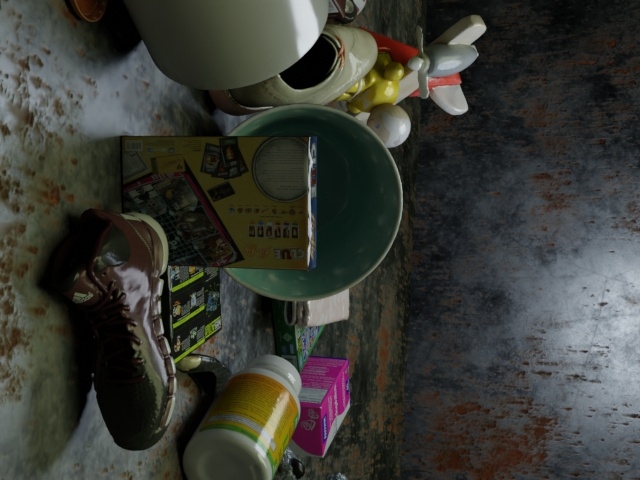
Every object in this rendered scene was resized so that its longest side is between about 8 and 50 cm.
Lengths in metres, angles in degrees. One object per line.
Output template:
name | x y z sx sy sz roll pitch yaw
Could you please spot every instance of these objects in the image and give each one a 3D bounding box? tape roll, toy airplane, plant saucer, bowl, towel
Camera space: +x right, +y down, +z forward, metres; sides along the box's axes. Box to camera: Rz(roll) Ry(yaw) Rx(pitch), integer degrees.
tape roll | -0.124 -0.329 1.138 0.169 0.246 0.246 68 28 -55
toy airplane | 0.147 -0.303 1.874 0.386 0.385 0.272 61 24 -65
plant saucer | -0.266 -0.290 1.058 0.083 0.013 0.083 2 90 -74
bowl | -0.035 -0.076 1.479 0.163 0.312 0.311 -102 -171 -72
towel | 0.000 0.000 1.820 0.317 0.054 0.331 2 89 -74

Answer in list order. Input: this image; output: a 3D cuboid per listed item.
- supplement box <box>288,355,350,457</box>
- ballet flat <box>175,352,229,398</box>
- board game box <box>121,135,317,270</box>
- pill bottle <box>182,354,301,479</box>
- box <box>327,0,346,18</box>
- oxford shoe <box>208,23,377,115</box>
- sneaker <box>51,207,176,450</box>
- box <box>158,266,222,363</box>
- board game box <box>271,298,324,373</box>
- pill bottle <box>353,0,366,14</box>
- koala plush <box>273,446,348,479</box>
supplement box | -0.020 0.324 1.847 0.220 0.114 0.111 -47 137 -65
ballet flat | -0.173 0.196 1.372 0.173 0.058 0.049 53 46 -66
board game box | -0.127 -0.049 1.161 0.042 0.243 0.165 -22 113 -75
pill bottle | -0.109 0.286 1.460 0.245 0.136 0.136 -60 148 -60
box | -0.050 -0.487 1.536 0.168 0.167 0.203 34 59 -72
oxford shoe | -0.003 -0.285 1.528 0.397 0.147 0.140 -30 108 -48
sneaker | -0.246 0.095 1.047 0.162 0.107 0.281 27 55 -68
box | -0.192 0.063 1.316 0.191 0.045 0.184 -37 129 -72
board game box | -0.047 0.073 1.843 0.213 0.046 0.317 -57 145 -62
pill bottle | 0.025 -0.529 1.918 0.193 0.108 0.108 12 80 -75
koala plush | -0.083 0.419 1.576 0.196 0.203 0.221 -40 110 -54
